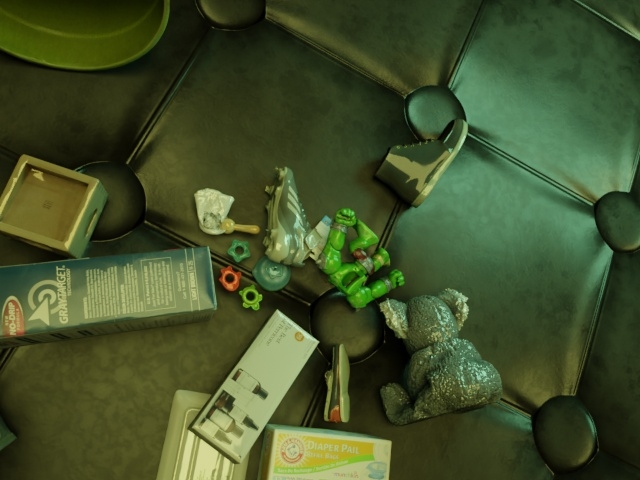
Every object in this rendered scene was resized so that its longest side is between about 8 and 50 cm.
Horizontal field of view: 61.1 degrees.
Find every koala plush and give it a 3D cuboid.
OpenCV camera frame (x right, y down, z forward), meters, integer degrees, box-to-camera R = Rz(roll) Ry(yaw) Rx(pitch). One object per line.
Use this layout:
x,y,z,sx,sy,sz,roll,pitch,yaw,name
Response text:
0.208,0.195,0.971,0.196,0.203,0.222,-5,66,-16,koala plush

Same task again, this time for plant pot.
-0.435,-0.549,0.914,0.366,0.366,0.353,2,64,-14,plant pot

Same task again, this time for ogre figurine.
0.066,0.044,1.002,0.118,0.096,0.197,-46,135,-15,ogre figurine

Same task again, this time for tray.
-0.194,0.393,0.889,0.145,0.030,0.271,12,74,-13,tray

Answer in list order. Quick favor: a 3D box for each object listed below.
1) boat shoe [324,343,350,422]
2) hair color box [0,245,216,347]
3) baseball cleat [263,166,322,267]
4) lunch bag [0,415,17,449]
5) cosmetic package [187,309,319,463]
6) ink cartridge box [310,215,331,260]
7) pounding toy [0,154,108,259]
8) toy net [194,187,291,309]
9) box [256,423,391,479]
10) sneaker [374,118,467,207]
0.027,0.256,0.973,0.043,0.049,0.137,-6,76,25,boat shoe
-0.346,0.090,0.846,0.346,0.174,0.105,-6,78,-16,hair color box
-0.051,-0.040,1.002,0.109,0.072,0.206,18,56,-21,baseball cleat
-0.629,0.268,0.736,0.286,0.169,0.235,-30,90,-11,lunch bag
-0.108,0.241,0.911,0.098,0.060,0.239,39,60,-5,cosmetic package
0.000,0.000,1.035,0.048,0.028,0.083,41,70,-1,ink cartridge box
-0.487,-0.038,0.885,0.205,0.094,0.181,19,75,-5,pounding toy
-0.160,0.012,0.985,0.122,0.045,0.232,-41,88,-18,toy net
0.003,0.376,0.905,0.202,0.103,0.114,10,75,-12,box
0.208,-0.187,1.107,0.118,0.083,0.222,35,72,-4,sneaker
